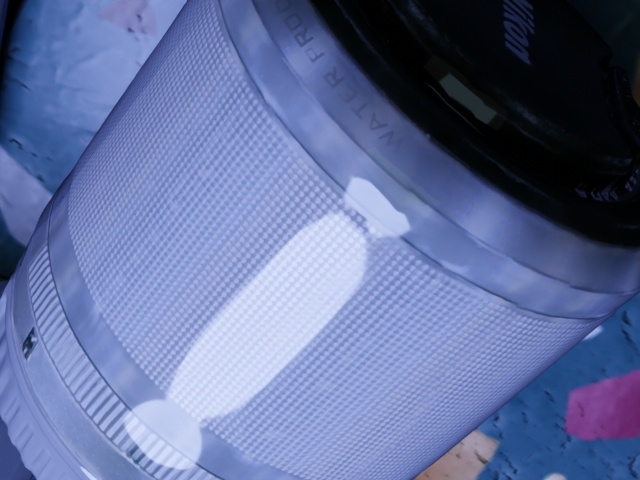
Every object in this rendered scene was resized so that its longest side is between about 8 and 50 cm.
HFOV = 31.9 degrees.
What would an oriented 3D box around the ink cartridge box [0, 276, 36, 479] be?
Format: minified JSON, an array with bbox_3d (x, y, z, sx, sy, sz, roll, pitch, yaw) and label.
[{"bbox_3d":[-0.232,0.112,0.640,0.154,0.212,0.093,19,123,2],"label":"ink cartridge box"}]

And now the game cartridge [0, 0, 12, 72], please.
[{"bbox_3d":[-0.266,-0.172,0.573,0.230,0.068,0.355,20,123,-2],"label":"game cartridge"}]

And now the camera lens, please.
[{"bbox_3d":[0.000,0.000,0.509,0.219,0.219,0.274,37,122,-9],"label":"camera lens"}]
